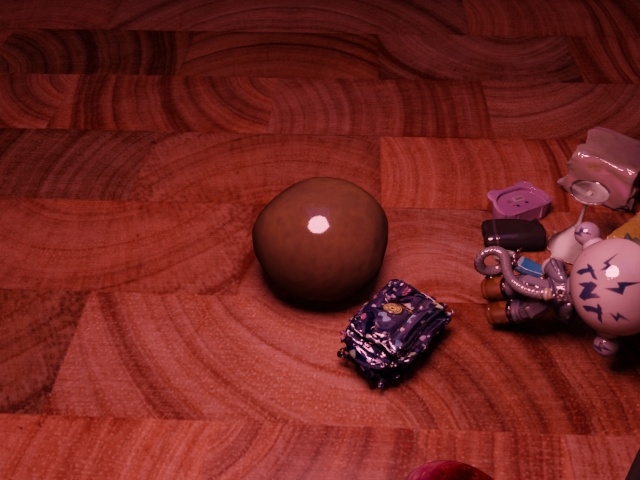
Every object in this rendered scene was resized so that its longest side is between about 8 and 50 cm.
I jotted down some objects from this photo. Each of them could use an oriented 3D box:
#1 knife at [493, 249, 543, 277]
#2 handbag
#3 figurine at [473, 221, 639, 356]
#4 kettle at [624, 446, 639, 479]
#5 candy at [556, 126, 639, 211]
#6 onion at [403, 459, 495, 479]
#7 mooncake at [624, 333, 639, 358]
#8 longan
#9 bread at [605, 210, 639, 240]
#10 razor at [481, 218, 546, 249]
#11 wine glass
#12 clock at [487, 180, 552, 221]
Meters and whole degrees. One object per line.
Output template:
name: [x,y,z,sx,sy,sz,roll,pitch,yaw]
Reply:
knife: [0.537,0.092,1.640,0.297,0.026,0.044,29,52,25]
handbag: [0.156,0.181,1.479,0.162,0.113,0.260,32,43,23]
figurine: [0.519,0.103,1.430,0.382,0.261,0.186,-12,10,44]
kettle: [0.675,0.381,1.187,0.262,0.203,0.308,30,53,27]
candy: [0.750,-0.186,1.867,0.195,0.137,0.185,29,49,26]
onion: [0.221,0.440,1.140,0.201,0.200,0.207,-17,39,-18]
mooncake: [0.770,0.164,1.464,0.306,0.154,0.306,-2,41,2]
longan: [-0.002,-0.004,1.569,0.298,0.297,0.297,0,42,0]
bread: [0.757,0.010,1.671,0.196,0.102,0.138,-31,47,-26]
razor: [0.466,-0.014,1.736,0.148,0.054,0.090,0,45,2]
wine glass: [0.603,-0.043,1.673,0.122,0.182,0.122,0,43,0]
clock: [0.498,-0.090,1.824,0.153,0.050,0.110,-17,44,-19]
